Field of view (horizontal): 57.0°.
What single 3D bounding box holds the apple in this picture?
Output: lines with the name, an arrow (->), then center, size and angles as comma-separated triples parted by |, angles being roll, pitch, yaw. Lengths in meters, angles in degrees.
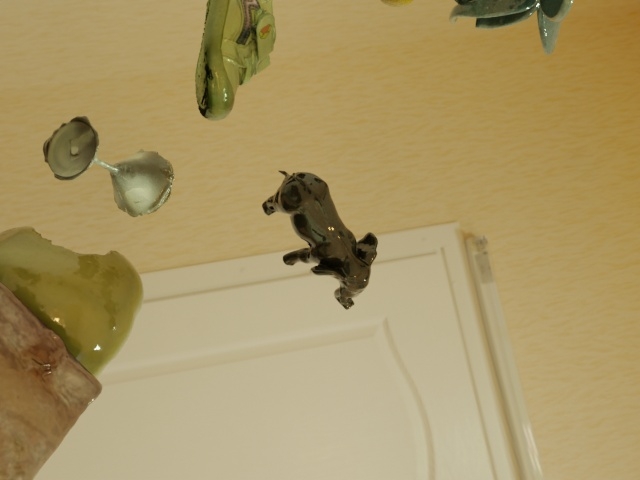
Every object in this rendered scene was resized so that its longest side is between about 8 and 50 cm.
apple -> -0.425, 0.111, 0.931 | 0.279, 0.279, 0.279 | 171, -90, -83

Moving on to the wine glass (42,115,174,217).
wine glass -> -0.412, -0.143, 1.154 | 0.232, 0.156, 0.156 | 34, 43, -68

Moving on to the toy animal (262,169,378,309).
toy animal -> -0.003, 0.005, 0.907 | 0.245, 0.114, 0.146 | 50, -25, -14

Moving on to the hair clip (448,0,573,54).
hair clip -> 0.406, -0.583, 1.192 | 0.392, 0.239, 0.318 | -22, 126, -71

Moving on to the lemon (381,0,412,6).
lemon -> 0.122, -0.395, 0.913 | 0.062, 0.083, 0.062 | 1, 90, -67

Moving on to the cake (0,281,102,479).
cake -> -0.476, 0.236, 0.732 | 0.230, 0.309, 0.237 | 49, 22, -11

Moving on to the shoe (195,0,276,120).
shoe -> -0.133, -0.316, 0.915 | 0.140, 0.128, 0.262 | 103, -13, -71
